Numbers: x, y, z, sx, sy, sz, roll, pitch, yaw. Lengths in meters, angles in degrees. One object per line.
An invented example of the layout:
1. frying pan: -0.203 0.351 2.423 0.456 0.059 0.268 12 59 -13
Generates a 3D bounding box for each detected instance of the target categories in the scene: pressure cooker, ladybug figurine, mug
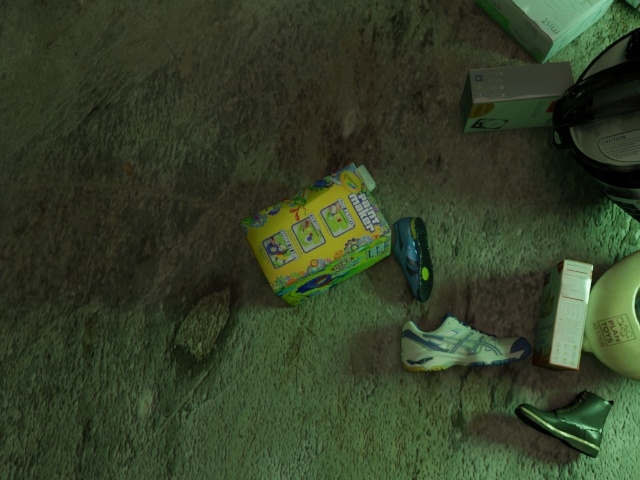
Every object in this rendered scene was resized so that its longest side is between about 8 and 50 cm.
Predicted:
1. pressure cooker: 0.715 -0.240 1.220 0.370 0.420 0.376 -48 38 20
2. ladybug figurine: 0.779 0.158 1.308 0.448 0.162 0.305 -16 75 2
3. mug: 0.103 -0.145 1.510 0.064 0.078 0.062 49 54 5

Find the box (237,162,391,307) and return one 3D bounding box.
1. box: 0.000 0.000 1.361 0.279 0.290 0.177 -28 76 0

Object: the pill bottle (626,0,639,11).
1. pill bottle: 0.826 -0.659 1.507 0.121 0.121 0.216 -43 77 -4

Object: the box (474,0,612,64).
1. box: 0.576 -0.633 1.525 0.231 0.127 0.262 -40 77 -3

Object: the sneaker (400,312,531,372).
1. sneaker: 0.331 0.228 1.367 0.296 0.112 0.131 -5 77 4

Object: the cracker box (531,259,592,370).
1. cracker box: 0.540 0.172 1.334 0.067 0.156 0.233 12 78 9

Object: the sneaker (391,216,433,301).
1. sneaker: 0.221 0.047 1.451 0.082 0.069 0.210 -11 84 37

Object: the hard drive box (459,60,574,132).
1. hard drive box: 0.470 -0.345 1.445 0.231 0.181 0.089 -5 77 6

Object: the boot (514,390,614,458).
1. boot: 0.549 0.380 1.336 0.197 0.077 0.137 29 77 -2
